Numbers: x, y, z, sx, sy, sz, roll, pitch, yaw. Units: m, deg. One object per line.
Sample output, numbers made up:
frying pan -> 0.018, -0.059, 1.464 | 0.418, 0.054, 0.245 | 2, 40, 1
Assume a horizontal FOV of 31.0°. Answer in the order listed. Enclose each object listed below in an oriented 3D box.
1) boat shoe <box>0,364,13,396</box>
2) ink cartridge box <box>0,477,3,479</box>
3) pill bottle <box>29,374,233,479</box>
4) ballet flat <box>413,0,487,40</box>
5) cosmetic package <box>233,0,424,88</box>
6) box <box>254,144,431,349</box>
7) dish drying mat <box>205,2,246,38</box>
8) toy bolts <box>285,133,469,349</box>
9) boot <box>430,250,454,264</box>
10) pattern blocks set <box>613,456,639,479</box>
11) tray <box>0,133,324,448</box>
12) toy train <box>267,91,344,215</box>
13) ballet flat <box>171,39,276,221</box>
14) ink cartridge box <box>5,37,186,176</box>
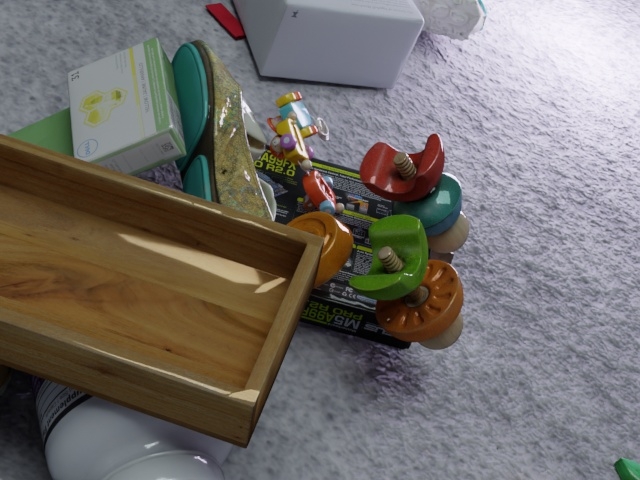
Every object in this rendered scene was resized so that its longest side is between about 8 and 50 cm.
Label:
boat shoe -> -0.446, -0.039, 1.207 | 0.186, 0.156, 0.500 | -11, 50, -31
ink cartridge box -> -0.246, 0.357, 0.954 | 0.275, 0.060, 0.239 | 32, 43, 9
pill bottle -> -0.189, 0.130, 1.123 | 0.181, 0.181, 0.323 | -2, 47, -26
ballet flat -> 0.111, -0.445, 1.923 | 0.147, 0.147, 0.409 | -13, 50, -34
cosmetic package -> 0.004, -0.357, 1.747 | 0.224, 0.138, 0.225 | 3, 44, -24
box -> 0.000, 0.000, 1.404 | 0.270, 0.060, 0.216 | 15, 49, -4
dish drying mat -> -0.141, -0.335, 1.760 | 0.032, 0.008, 0.083 | -19, 55, -38
toy bolts -> 0.082, 0.012, 1.324 | 0.218, 0.158, 0.228 | -1, 51, 37
boot -> 0.115, -0.002, 1.508 | 0.114, 0.037, 0.106 | 9, 47, -17
pattern blocks set -> 0.329, 0.364, 1.229 | 0.285, 0.026, 0.325 | 31, 42, 8
tray -> -0.223, 0.026, 1.038 | 0.410, 0.076, 0.203 | 17, 47, 6
toy train -> -0.024, -0.103, 1.400 | 0.125, 0.046, 0.166 | 50, 23, -39
ballet flat -> -0.111, -0.090, 1.345 | 0.123, 0.123, 0.349 | 5, 48, -19
ink cartridge box -> -0.279, -0.127, 1.350 | 0.235, 0.056, 0.171 | -20, 48, 6
